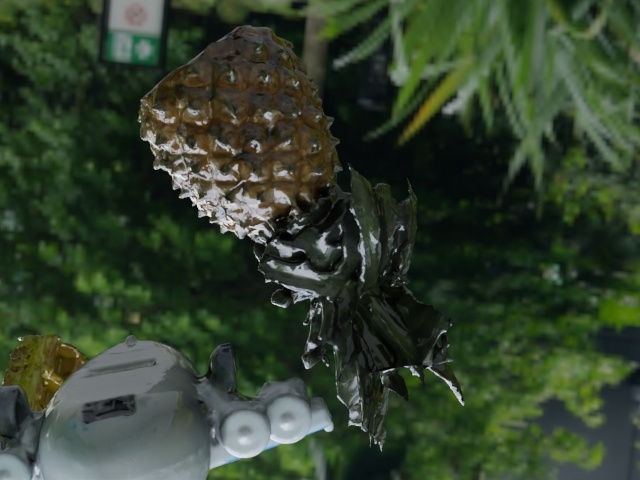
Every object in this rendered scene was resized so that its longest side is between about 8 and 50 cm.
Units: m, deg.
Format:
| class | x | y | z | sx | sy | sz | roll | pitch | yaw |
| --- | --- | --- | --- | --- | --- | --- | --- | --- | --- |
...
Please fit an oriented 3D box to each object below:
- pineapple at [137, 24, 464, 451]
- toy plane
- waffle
| class | x | y | z | sx | sy | sz | roll | pitch | yaw |
| --- | --- | --- | --- | --- | --- | --- | --- | --- | --- |
| pineapple | 0.003 | -0.002 | 1.209 | 0.165 | 0.365 | 0.165 | -36 | 177 | -2 |
| toy plane | -0.124 | 0.133 | 0.982 | 0.266 | 0.123 | 0.267 | -11 | -176 | 1 |
| waffle | -0.248 | 0.216 | 1.357 | 0.055 | 0.211 | 0.160 | -5 | 147 | 27 |
